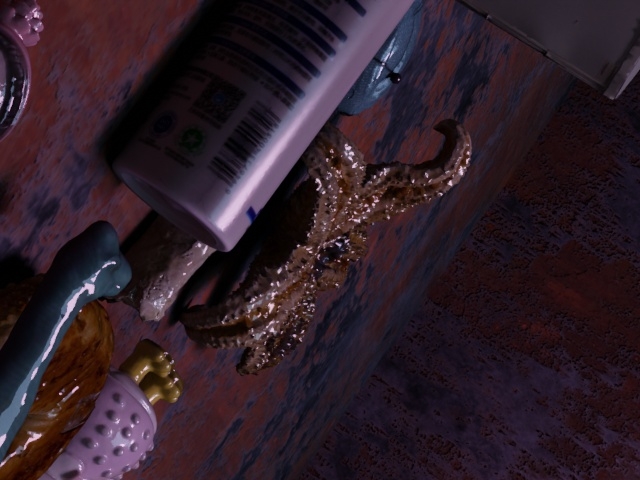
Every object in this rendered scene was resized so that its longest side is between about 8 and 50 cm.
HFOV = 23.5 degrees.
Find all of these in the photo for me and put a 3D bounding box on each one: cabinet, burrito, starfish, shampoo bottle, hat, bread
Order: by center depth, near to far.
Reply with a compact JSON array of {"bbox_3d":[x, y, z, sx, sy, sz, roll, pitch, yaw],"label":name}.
[{"bbox_3d":[-0.195,0.097,0.895,0.193,0.064,0.193,-47,164,-17],"label":"bread"},{"bbox_3d":[-0.005,-0.138,0.952,0.303,0.092,0.092,-55,170,-12],"label":"shampoo bottle"},{"bbox_3d":[-0.087,-0.013,1.072,0.171,0.051,0.042,-50,175,-29],"label":"burrito"},{"bbox_3d":[0.032,-0.146,1.128,0.191,0.078,0.138,-57,172,5],"label":"hat"},{"bbox_3d":[0.206,-0.247,1.257,0.145,0.206,0.150,-45,165,-48],"label":"cabinet"},{"bbox_3d":[0.000,-0.004,1.360,0.312,0.113,0.303,-48,168,9],"label":"starfish"}]

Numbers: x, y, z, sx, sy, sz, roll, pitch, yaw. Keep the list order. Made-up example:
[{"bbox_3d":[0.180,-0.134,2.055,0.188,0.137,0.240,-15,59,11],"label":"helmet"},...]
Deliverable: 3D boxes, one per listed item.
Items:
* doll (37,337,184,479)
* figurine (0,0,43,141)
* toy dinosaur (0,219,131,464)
[{"bbox_3d":[-0.178,0.153,1.083,0.207,0.081,0.129,-48,149,-28],"label":"doll"},{"bbox_3d":[-0.158,-0.067,0.588,0.129,0.054,0.072,-11,120,-66],"label":"figurine"},{"bbox_3d":[-0.245,0.128,0.673,0.383,0.129,0.330,11,102,-64],"label":"toy dinosaur"}]
